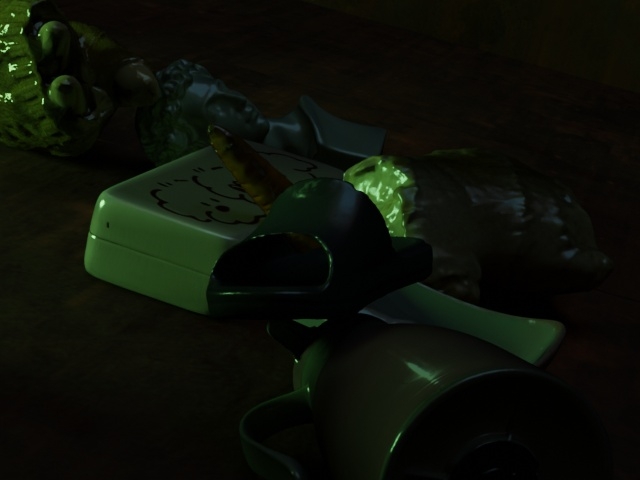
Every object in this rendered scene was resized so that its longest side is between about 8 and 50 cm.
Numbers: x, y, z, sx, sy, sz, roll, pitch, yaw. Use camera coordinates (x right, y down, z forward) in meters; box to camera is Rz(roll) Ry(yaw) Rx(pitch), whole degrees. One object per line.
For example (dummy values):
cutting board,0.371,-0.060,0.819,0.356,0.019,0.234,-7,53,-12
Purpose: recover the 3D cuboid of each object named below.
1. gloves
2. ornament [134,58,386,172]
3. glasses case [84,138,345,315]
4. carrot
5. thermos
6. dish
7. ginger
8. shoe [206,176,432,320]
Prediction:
gloves,-0.288,-0.168,1.546,0.203,0.155,0.356,16,0,-18
ornament,-0.064,-0.107,1.606,0.285,0.130,0.120,17,32,-16
glasses case,-0.086,-0.021,1.367,0.144,0.076,0.336,17,17,13
carrot,-0.006,-0.011,1.260,0.256,0.061,0.061,42,4,-27
thermos,0.048,0.121,0.940,0.176,0.146,0.265,-17,16,-16
dish,0.071,0.082,1.160,0.212,0.077,0.151,21,20,22
ginger,0.147,-0.001,1.414,0.275,0.130,0.221,16,28,0
shoe,0.000,0.000,1.048,0.108,0.093,0.241,-1,7,29
